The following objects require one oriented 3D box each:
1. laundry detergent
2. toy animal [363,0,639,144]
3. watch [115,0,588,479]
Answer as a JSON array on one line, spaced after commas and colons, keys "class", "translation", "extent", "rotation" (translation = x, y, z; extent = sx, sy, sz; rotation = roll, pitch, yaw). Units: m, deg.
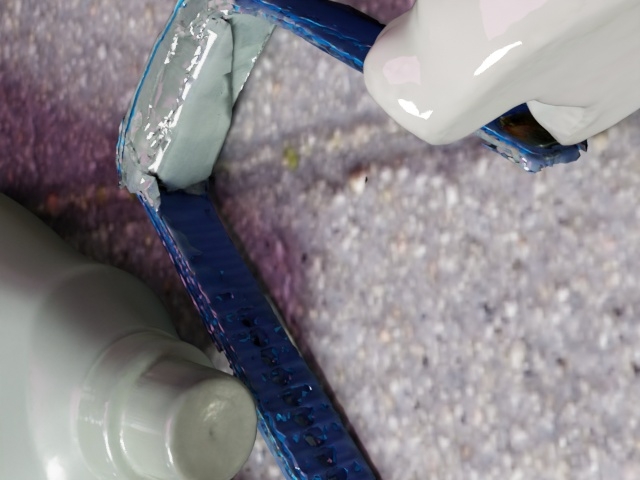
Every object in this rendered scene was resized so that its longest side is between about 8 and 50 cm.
[{"class": "laundry detergent", "translation": [-0.190, 0.097, 1.202], "extent": [0.398, 0.125, 0.264], "rotation": [10, 94, 47]}, {"class": "toy animal", "translation": [0.075, -0.232, 0.938], "extent": [0.241, 0.196, 0.367], "rotation": [-46, 64, 25]}, {"class": "watch", "translation": [-0.008, 0.008, 1.110], "extent": [0.274, 0.068, 0.276], "rotation": [33, 112, 31]}]
